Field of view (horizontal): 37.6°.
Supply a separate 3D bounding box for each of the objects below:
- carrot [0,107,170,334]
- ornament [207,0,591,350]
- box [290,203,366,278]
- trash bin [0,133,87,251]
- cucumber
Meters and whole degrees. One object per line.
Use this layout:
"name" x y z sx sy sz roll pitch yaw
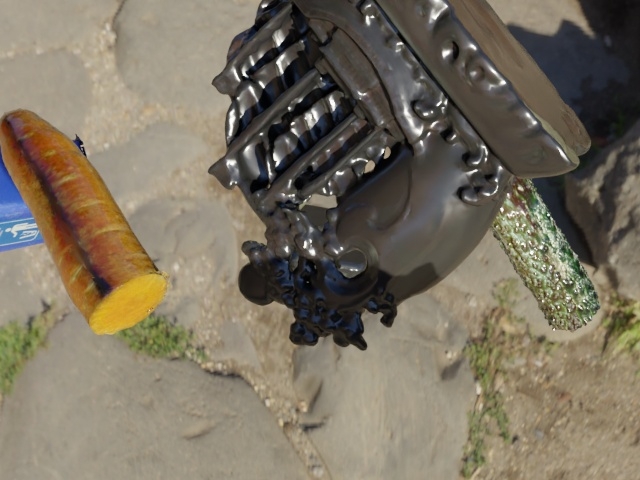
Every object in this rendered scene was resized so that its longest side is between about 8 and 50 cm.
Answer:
"carrot" -0.129 -0.020 0.491 0.048 0.048 0.139 -27 68 -17
"ornament" 0.022 -0.068 0.662 0.260 0.106 0.251 -36 90 23
"box" 0.000 0.000 1.196 0.125 0.027 0.126 10 36 -7
"trash bin" -0.444 -0.072 1.297 0.234 0.162 0.184 -8 65 -38
"cucumber" 0.302 -0.008 1.358 0.096 0.359 0.096 -23 38 19
